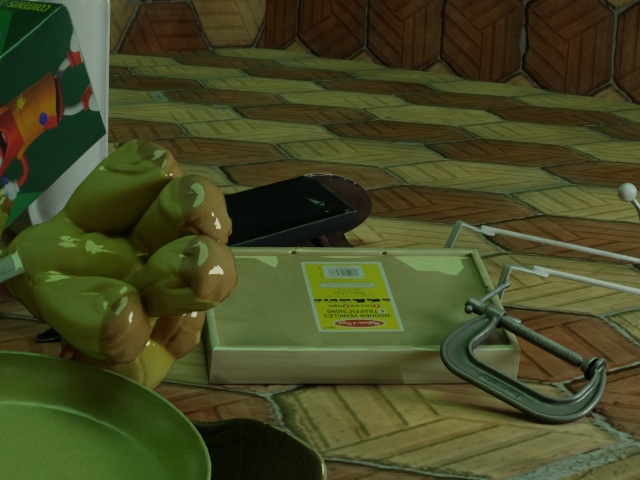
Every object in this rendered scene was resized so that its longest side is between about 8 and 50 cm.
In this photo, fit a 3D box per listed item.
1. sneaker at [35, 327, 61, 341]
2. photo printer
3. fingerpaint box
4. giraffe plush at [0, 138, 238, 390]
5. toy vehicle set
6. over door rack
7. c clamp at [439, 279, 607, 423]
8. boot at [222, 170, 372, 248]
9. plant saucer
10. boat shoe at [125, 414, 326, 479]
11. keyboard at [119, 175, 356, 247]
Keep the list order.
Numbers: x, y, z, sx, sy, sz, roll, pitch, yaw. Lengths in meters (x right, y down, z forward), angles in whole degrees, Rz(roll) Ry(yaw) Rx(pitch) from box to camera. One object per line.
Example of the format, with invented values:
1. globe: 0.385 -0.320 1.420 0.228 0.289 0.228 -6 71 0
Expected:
1. sneaker: -0.168 0.066 1.458 0.170 0.051 0.089 0 12 9
2. photo printer: -0.314 -0.149 1.798 0.107 0.307 0.256 -4 17 -24
3. fingerpaint box: -0.502 -0.097 1.542 0.445 0.163 0.371 10 40 29
4. giraffe plush: -0.150 0.054 1.201 0.210 0.170 0.181 -17 48 5
5. toy vehicle set: 0.027 0.063 1.412 0.267 0.035 0.166 1 31 -9
6. over door rack: 0.311 0.009 1.678 0.324 0.108 0.239 1 12 -8
7. c clamp: 0.174 0.092 1.336 0.161 0.022 0.137 33 42 33
8. boot: 0.000 0.000 1.780 0.248 0.090 0.207 -5 26 -36
9. plant saucer: -0.191 0.144 1.014 0.241 0.037 0.241 10 23 -4
10. boat shoe: -0.060 0.151 1.085 0.153 0.056 0.048 3 -19 27
11. keyboard: -0.107 0.012 1.621 0.317 0.033 0.201 -17 29 -22
